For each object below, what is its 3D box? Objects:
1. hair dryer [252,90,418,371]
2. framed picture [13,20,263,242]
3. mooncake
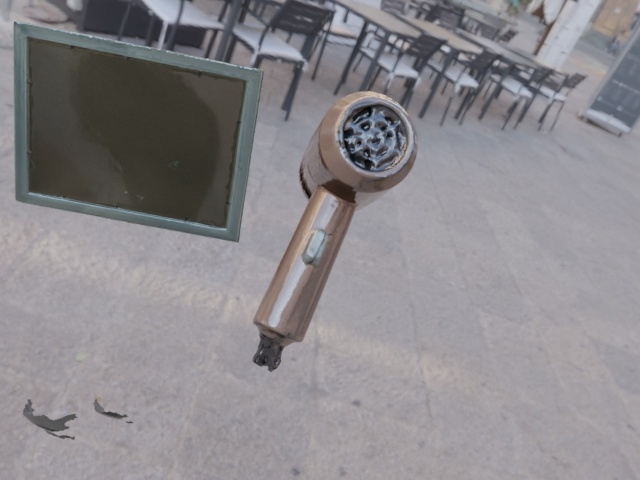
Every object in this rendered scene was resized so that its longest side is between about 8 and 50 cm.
[{"bbox_3d":[0.000,0.000,0.397,0.064,0.182,0.117,23,-8,-6],"label":"hair dryer"},{"bbox_3d":[-0.143,-0.079,0.469,0.183,0.142,0.011,10,23,-3],"label":"framed picture"},{"bbox_3d":[-0.164,0.233,0.532,0.150,0.347,0.057,-7,37,23],"label":"mooncake"}]
